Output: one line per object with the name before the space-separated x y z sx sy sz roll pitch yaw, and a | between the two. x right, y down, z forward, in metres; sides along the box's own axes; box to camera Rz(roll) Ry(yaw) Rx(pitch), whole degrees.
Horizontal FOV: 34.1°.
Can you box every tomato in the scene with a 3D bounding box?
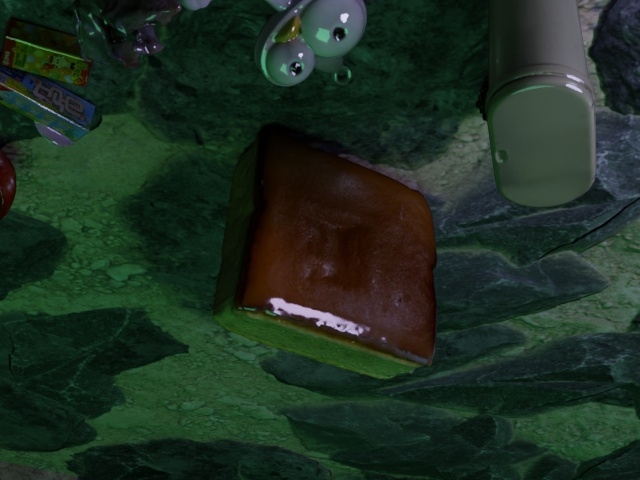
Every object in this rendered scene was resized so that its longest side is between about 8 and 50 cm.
tomato | -0.546 -0.109 1.663 0.159 0.091 0.139 39 131 -4

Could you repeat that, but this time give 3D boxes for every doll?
doll | -0.067 -0.300 1.248 0.160 0.094 0.365 -47 132 5

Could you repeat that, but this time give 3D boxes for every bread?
bread | 0.012 0.025 1.584 0.333 0.324 0.143 19 145 -24

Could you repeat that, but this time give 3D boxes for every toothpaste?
toothpaste | -0.424 -0.204 1.507 0.193 0.070 0.044 29 143 -34

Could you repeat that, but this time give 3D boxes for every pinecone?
pinecone | 0.260 -0.191 1.448 0.077 0.077 0.083 -18 168 32

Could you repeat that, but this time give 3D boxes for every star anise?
star anise | -0.267 -0.293 1.246 0.198 0.111 0.257 45 167 -15

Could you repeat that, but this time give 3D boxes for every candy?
candy | -0.376 -0.259 1.443 0.121 0.038 0.062 14 147 -15

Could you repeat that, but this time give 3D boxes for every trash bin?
trash bin | 0.263 -0.203 1.258 0.121 0.248 0.243 -4 146 13
